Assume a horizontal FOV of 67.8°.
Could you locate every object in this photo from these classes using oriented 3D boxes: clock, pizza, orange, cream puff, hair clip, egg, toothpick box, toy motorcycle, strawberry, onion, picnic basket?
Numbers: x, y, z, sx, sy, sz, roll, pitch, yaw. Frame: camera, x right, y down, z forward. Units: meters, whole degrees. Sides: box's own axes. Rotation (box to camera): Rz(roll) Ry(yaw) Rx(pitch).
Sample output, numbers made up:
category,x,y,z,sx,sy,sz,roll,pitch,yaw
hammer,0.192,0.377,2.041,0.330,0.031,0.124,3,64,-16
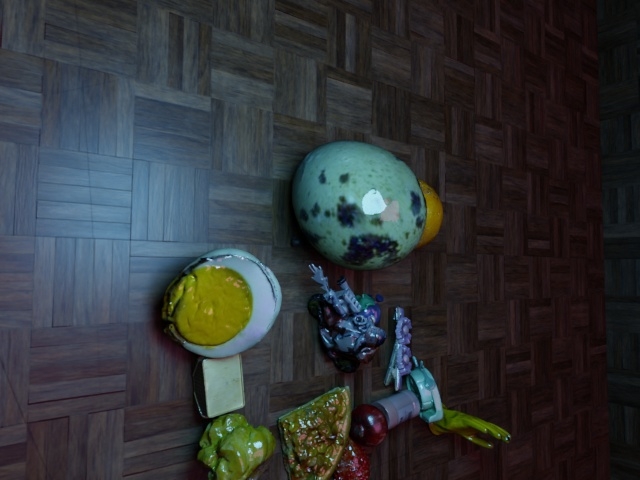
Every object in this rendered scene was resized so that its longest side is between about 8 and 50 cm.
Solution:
category,x,y,z,sx,sy,sz,roll,pitch,yaw
clock,0.352,0.513,1.655,0.066,0.159,0.211,-13,88,-11
pizza,0.012,0.606,1.436,0.268,0.087,0.258,-18,101,-39
orange,0.281,-0.084,1.572,0.246,0.246,0.246,2,86,-37
cream puff,-0.214,0.524,1.198,0.194,0.221,0.195,-1,67,3
hair clip,0.274,0.369,1.654,0.106,0.084,0.292,27,66,-52
egg,0.097,-0.104,1.346,0.345,0.428,0.345,-25,134,-29
toothpick box,0.250,0.569,1.601,0.148,0.098,0.099,-7,92,-37
toy motorcycle,0.066,0.224,1.420,0.134,0.207,0.401,-43,113,-53
strawberry,0.109,0.715,1.499,0.140,0.085,0.192,24,72,-31
egg,-0.254,0.148,1.213,0.264,0.174,0.286,40,88,-21
onion,0.152,0.587,1.510,0.131,0.131,0.131,2,86,-37
picnic basket,-0.267,0.366,1.237,0.115,0.079,0.164,-3,90,-38

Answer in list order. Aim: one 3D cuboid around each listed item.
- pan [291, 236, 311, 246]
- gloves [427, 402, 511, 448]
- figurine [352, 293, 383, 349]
category,x,y,z,sx,sy,sz,roll,pitch,yaw
pan,0.000,0.000,1.489,0.235,0.028,0.136,-1,88,-40
gloves,0.526,0.662,1.682,0.133,0.294,0.116,15,78,-36
figurine,0.149,0.268,1.552,0.102,0.111,0.195,-5,96,-23
